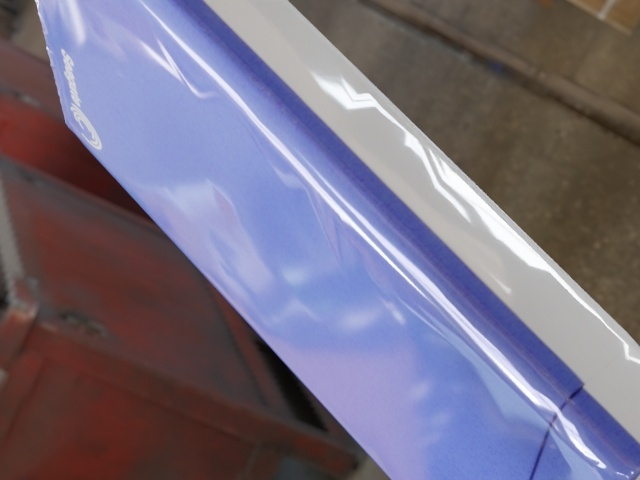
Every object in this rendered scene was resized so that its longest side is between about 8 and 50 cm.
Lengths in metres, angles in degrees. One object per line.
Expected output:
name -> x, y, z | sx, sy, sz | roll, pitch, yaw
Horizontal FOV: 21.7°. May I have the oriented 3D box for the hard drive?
hard drive -> 0.000, 0.000, 0.642 | 0.040, 0.319, 0.210 | -37, -22, -18
